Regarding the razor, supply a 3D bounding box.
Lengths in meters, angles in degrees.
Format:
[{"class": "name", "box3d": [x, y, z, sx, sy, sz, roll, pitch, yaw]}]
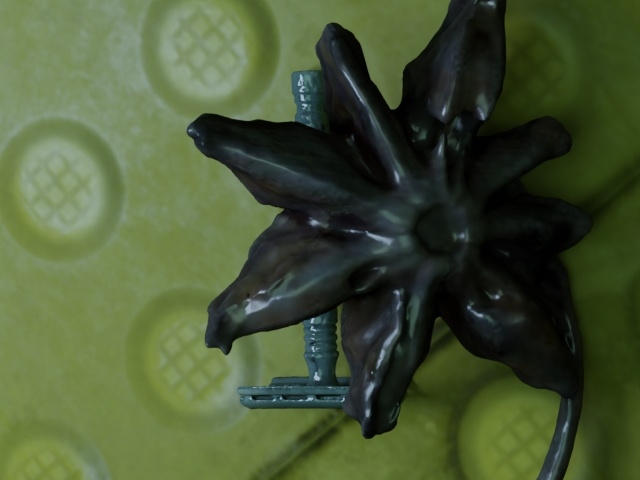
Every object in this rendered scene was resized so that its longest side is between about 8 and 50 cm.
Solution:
[{"class": "razor", "box3d": [0.000, 0.000, 1.284, 0.106, 0.068, 0.232, -1, 91, 20]}]

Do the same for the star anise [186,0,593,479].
[{"class": "star anise", "box3d": [0.049, 0.005, 1.199, 0.316, 0.139, 0.359, 20, 92, -11]}]
